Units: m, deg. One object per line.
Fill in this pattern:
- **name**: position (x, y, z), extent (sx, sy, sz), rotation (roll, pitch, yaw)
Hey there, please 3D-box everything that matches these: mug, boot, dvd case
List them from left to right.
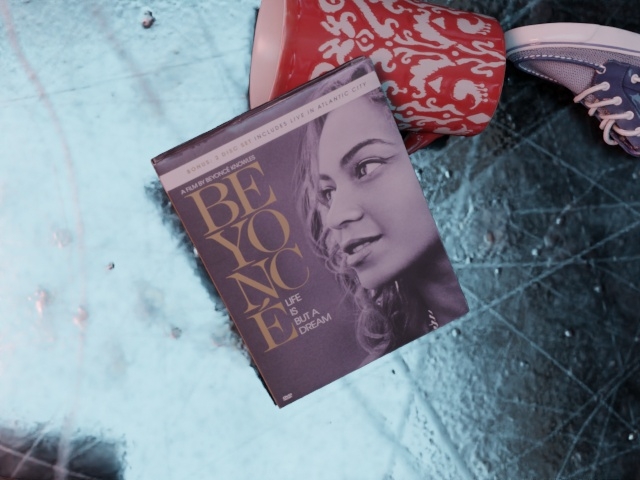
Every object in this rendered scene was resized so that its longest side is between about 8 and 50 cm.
- **dvd case**: position (0.000, 0.000, 0.811), extent (0.164, 0.018, 0.221), rotation (-27, 117, -4)
- **mug**: position (0.037, -0.122, 0.849), extent (0.169, 0.150, 0.113), rotation (5, 50, -14)
- **boot**: position (0.231, -0.114, 0.884), extent (0.190, 0.069, 0.086), rotation (6, 84, -11)

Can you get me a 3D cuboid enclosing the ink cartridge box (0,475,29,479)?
- **ink cartridge box**: position (-0.205, 0.205, 0.718), extent (0.158, 0.218, 0.092), rotation (11, 80, -10)
